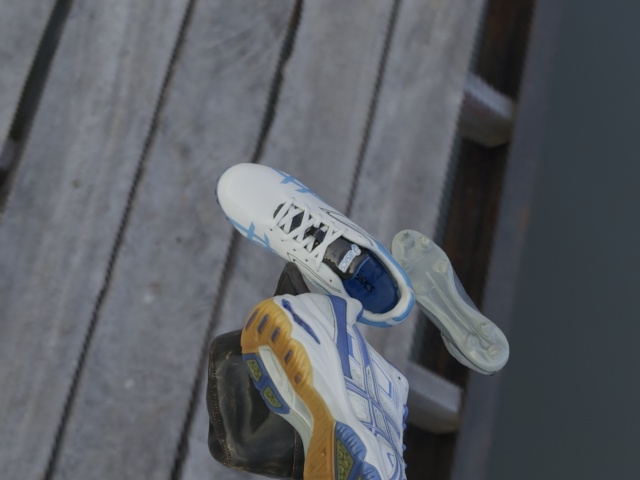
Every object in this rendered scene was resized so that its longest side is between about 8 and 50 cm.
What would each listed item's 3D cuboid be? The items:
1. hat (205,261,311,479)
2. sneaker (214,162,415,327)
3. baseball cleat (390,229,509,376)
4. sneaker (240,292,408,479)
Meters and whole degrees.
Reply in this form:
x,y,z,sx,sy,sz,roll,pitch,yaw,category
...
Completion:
x,y,z,sx,sy,sz,roll,pitch,yaw,category
-0.069,0.188,1.565,0.134,0.331,0.331,-4,82,-17,hat
0.000,0.000,1.361,0.237,0.086,0.085,38,75,-9,sneaker
0.149,0.084,1.668,0.072,0.109,0.206,-31,75,-14,baseball cleat
0.044,0.173,1.238,0.131,0.112,0.296,-9,67,-38,sneaker
